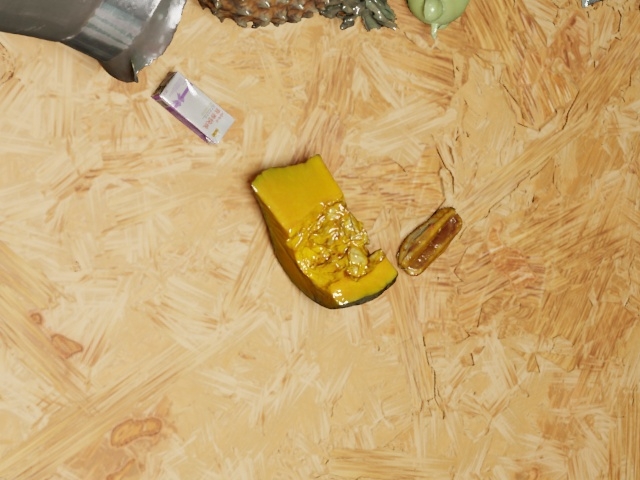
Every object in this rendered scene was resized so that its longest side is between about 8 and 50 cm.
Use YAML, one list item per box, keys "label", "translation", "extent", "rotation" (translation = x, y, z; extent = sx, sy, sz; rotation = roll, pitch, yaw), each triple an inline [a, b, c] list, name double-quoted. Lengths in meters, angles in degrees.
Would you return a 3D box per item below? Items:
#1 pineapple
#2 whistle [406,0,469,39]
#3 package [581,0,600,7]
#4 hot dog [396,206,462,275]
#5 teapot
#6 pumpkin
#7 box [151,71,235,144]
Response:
- label: "pineapple"
  translation: [-0.017, -0.394, 1.645]
  extent: [0.361, 0.175, 0.175]
  rotation: [-7, 96, -35]
- label: "whistle"
  translation: [0.188, -0.464, 1.759]
  extent: [0.106, 0.131, 0.288]
  rotation: [3, 94, 15]
- label: "package"
  translation: [0.505, -0.442, 1.977]
  extent: [0.110, 0.015, 0.037]
  rotation: [-20, 101, -26]
- label: "hot dog"
  translation: [0.179, -0.001, 1.826]
  extent: [0.144, 0.038, 0.062]
  rotation: [-47, 109, -19]
- label: "teapot"
  translation: [-0.344, -0.402, 1.425]
  extent: [0.361, 0.305, 0.376]
  rotation: [24, 53, -35]
- label: "pumpkin"
  translation: [-0.003, -0.004, 1.696]
  extent: [0.131, 0.126, 0.248]
  rotation: [-30, 87, -14]
- label: "box"
  translation: [-0.186, -0.193, 1.628]
  extent: [0.117, 0.036, 0.051]
  rotation: [38, 77, -24]
